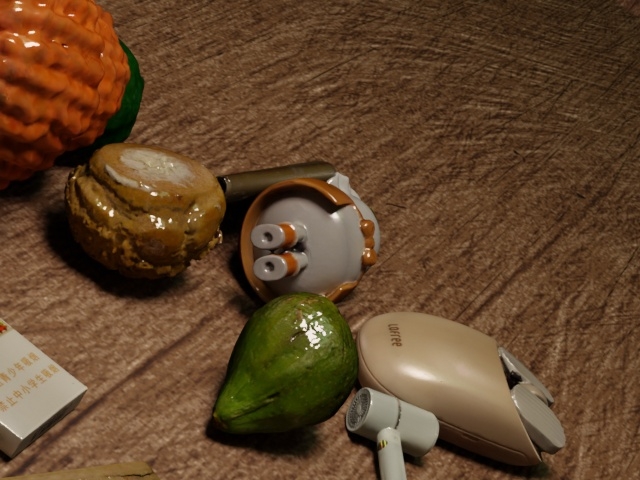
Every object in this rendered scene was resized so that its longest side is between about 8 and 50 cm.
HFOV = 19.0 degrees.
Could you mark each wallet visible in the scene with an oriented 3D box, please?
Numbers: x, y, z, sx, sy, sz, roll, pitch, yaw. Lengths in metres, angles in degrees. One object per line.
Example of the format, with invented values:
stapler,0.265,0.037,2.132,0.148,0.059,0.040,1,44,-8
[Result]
wallet,-0.079,-0.052,2.008,0.198,0.110,0.031,-12,83,-56

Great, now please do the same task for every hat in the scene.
hat,-0.277,-0.142,1.804,0.285,0.285,0.400,51,16,31

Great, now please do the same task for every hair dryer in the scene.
hair dryer,0.073,0.205,1.816,0.082,0.047,0.137,24,33,-22

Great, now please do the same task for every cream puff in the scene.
cream puff,-0.171,-0.024,1.838,0.165,0.115,0.150,12,25,-21

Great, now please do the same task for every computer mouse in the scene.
computer mouse,0.144,0.146,1.954,0.236,0.082,0.145,24,27,-18

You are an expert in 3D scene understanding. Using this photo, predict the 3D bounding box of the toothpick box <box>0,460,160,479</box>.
toothpick box,-0.147,0.320,1.213,0.190,0.187,0.308,3,43,-48

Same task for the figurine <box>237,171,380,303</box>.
figurine,0.007,0.001,1.984,0.143,0.143,0.271,47,30,25

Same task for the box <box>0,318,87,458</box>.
box,-0.309,0.084,1.588,0.220,0.032,0.122,38,27,6

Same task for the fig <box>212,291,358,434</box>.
fig,-0.044,0.121,1.749,0.156,0.123,0.123,-24,57,-28
